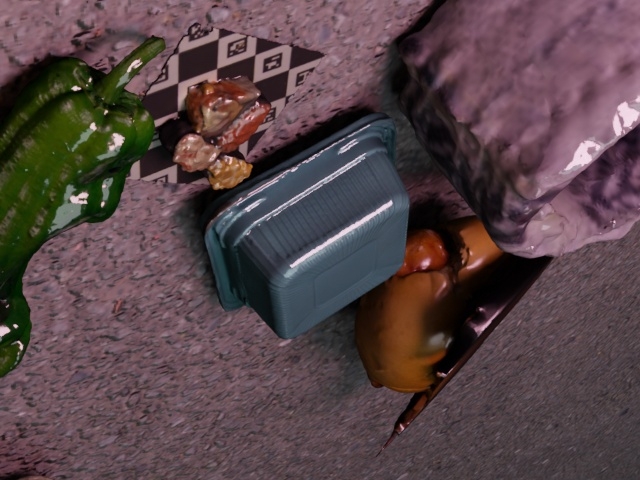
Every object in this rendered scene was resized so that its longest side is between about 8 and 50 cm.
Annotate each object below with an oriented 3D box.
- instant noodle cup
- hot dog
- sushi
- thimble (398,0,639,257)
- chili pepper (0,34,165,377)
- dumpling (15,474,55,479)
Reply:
[{"bbox_3d":[0.000,0.000,0.910,0.157,0.070,0.179,-31,159,-11],"label":"instant noodle cup"},{"bbox_3d":[0.083,0.067,1.079,0.194,0.107,0.326,-42,168,-32],"label":"hot dog"},{"bbox_3d":[-0.062,-0.071,0.782,0.120,0.026,0.126,2,136,-49],"label":"sushi"},{"bbox_3d":[0.186,-0.106,0.866,0.245,0.157,0.217,-23,151,-21],"label":"thimble"},{"bbox_3d":[-0.165,-0.011,0.720,0.100,0.074,0.257,-9,148,-47],"label":"chili pepper"},{"bbox_3d":[-0.258,0.248,1.010,0.155,0.111,0.181,-2,122,-2],"label":"dumpling"}]
